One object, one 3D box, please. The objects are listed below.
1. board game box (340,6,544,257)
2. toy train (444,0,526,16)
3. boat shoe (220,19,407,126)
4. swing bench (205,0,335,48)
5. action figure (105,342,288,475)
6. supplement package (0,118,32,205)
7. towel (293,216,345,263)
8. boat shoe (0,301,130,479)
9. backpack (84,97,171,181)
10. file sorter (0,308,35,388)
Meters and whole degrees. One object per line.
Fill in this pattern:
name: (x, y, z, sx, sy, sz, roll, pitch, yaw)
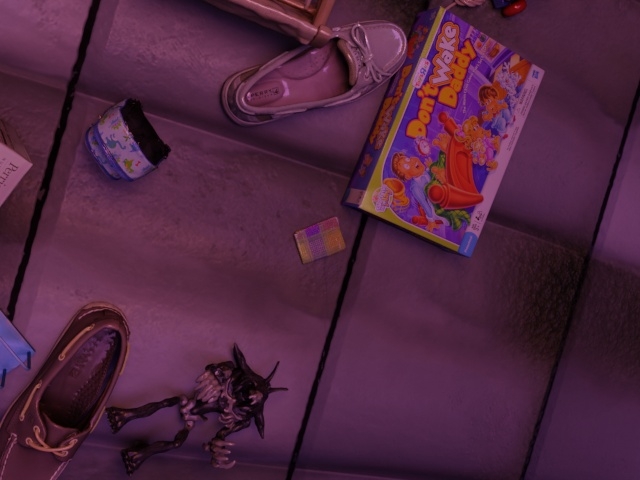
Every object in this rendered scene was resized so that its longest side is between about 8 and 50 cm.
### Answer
board game box: (0.208, -0.175, 1.177, 0.233, 0.078, 0.347, 22, 89, -23)
toy train: (0.336, -0.433, 1.155, 0.248, 0.143, 0.105, -31, 107, -16)
boat shoe: (0.005, -0.258, 1.069, 0.320, 0.103, 0.118, -21, 105, -18)
swing bench: (-0.081, -0.424, 0.963, 0.253, 0.165, 0.255, 19, 93, -15)
action figure: (-0.171, 0.263, 1.056, 0.275, 0.141, 0.164, -18, 100, -16)
supplement package: (-0.506, -0.105, 0.781, 0.262, 0.198, 0.199, 37, 89, -35)
towel: (0.000, 0.000, 1.155, 0.083, 0.009, 0.060, -22, 106, -17)
boat shoe: (-0.372, 0.244, 0.992, 0.116, 0.096, 0.325, 31, 85, -23)
backpack: (-0.272, -0.133, 0.969, 0.084, 0.114, 0.105, -29, 110, 5)
file sorter: (-0.491, 0.169, 0.930, 0.170, 0.104, 0.118, -36, 109, -13)
